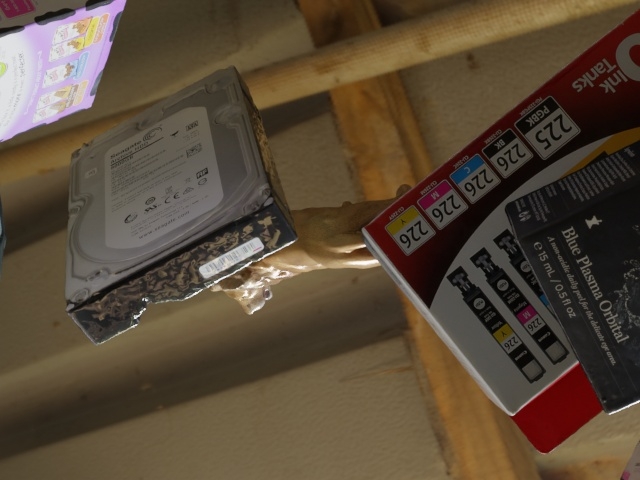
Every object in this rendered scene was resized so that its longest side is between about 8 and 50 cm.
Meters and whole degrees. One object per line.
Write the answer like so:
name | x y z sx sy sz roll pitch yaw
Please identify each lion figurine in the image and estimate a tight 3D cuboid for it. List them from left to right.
lion figurine | 0.000 0.000 1.439 0.392 0.240 0.142 -25 -103 59

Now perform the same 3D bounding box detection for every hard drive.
hard drive | -0.165 -0.056 1.110 0.237 0.064 0.339 -27 -147 6

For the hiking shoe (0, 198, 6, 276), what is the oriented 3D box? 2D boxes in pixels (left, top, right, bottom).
hiking shoe | -0.283 0.066 0.570 0.113 0.132 0.304 23 -94 19

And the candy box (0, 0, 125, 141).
candy box | -0.263 -0.139 0.780 0.070 0.196 0.165 55 -34 10

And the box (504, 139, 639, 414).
box | 0.242 0.017 0.744 0.158 0.093 0.156 -27 -77 12

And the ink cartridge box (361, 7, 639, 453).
ink cartridge box | 0.239 0.003 0.895 0.309 0.130 0.272 -39 -94 0

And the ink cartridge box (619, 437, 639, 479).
ink cartridge box | 0.348 0.276 0.991 0.115 0.067 0.198 32 -102 -7
